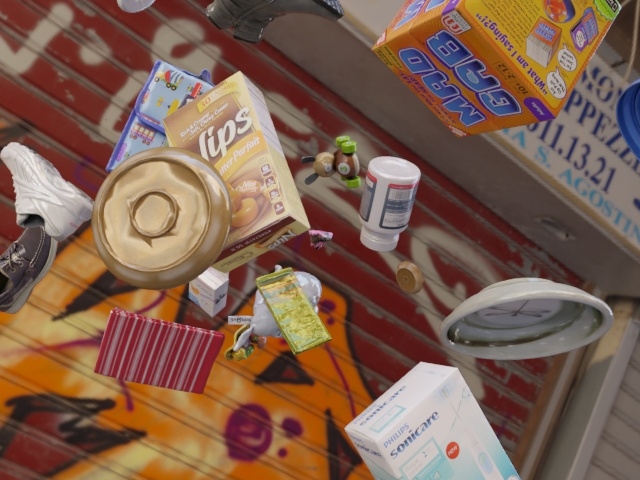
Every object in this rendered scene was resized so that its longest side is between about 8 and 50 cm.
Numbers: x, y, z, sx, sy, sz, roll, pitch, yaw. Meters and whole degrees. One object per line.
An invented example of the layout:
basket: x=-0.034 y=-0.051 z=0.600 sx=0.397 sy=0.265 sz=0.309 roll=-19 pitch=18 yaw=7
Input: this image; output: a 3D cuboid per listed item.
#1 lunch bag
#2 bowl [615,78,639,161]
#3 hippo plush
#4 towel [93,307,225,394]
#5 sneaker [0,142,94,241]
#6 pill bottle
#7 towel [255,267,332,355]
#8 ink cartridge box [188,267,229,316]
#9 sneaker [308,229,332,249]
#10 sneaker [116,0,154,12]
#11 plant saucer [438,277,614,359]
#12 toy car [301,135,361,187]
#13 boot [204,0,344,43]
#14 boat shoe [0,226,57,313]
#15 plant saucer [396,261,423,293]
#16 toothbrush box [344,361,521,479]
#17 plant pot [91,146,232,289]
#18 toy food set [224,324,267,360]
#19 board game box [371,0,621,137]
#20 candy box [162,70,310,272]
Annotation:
lunch bag: x=-0.307 y=-0.244 z=1.362 sx=0.221 sy=0.293 sz=0.138 roll=25 pitch=8 yaw=-6
bowl: x=0.954 y=-0.277 z=1.562 sx=0.391 sy=0.077 sz=0.391 roll=49 pitch=-6 yaw=7
hippo plush: x=-0.124 y=0.170 z=1.858 sx=0.294 sy=0.234 sz=0.236 roll=0 pitch=-46 yaw=-21
towel: x=-0.386 y=0.271 z=1.460 sx=0.275 sy=0.198 sz=0.031 roll=16 pitch=24 yaw=-16
sneaker: x=-0.503 y=-0.083 z=1.058 sx=0.232 sy=0.115 sz=0.090 roll=36 pitch=-8 yaw=24
pill bottle: x=0.137 y=-0.073 z=1.263 sx=0.108 sy=0.108 sz=0.180 roll=23 pitch=-56 yaw=19
towel: x=-0.069 y=0.167 z=1.485 sx=0.237 sy=0.102 sz=0.021 roll=57 pitch=-21 yaw=34
ink cartridge box: x=-0.331 y=0.131 z=1.790 sx=0.104 sy=0.061 sz=0.181 roll=35 pitch=-40 yaw=17
sneaker: x=0.000 y=0.000 z=1.788 sx=0.047 sy=0.057 sz=0.119 roll=6 pitch=1 yaw=-23
sneaker: x=-0.445 y=-0.638 z=1.469 sx=0.121 sy=0.216 sz=0.079 roll=19 pitch=-22 yaw=31
plant saucer: x=0.487 y=0.180 z=1.472 sx=0.401 sy=0.100 sz=0.400 roll=0 pitch=-30 yaw=0
toy car: x=0.030 y=-0.257 z=2.083 sx=0.149 sy=0.189 sz=0.155 roll=-120 pitch=-161 yaw=-63
boot: x=-0.090 y=-0.453 z=1.186 sx=0.247 sy=0.083 sz=0.161 roll=13 pitch=-44 yaw=-34
boat shoe: x=-0.728 y=0.066 z=1.453 sx=0.103 sy=0.285 sz=0.092 roll=47 pitch=21 yaw=23
plant saucer: x=0.210 y=0.092 z=1.462 sx=0.083 sy=0.015 sz=0.083 roll=23 pitch=-58 yaw=42
toothbrush box: x=0.219 y=0.413 z=1.141 sx=0.295 sy=0.216 sz=0.126 roll=60 pitch=-24 yaw=-8
plant pot: x=-0.258 y=-0.040 z=0.958 sx=0.236 sy=0.236 sz=0.032 roll=25 pitch=-6 yaw=11
toy food set: x=-0.232 y=0.340 z=2.063 sx=0.071 sy=0.218 sz=0.128 roll=26 pitch=-51 yaw=20
board game box: x=0.425 y=-0.523 z=1.500 sx=0.357 sy=0.356 sz=0.356 roll=39 pitch=-14 yaw=-21
candy box: x=-0.157 y=-0.123 z=1.081 sx=0.087 sy=0.183 sz=0.316 roll=35 pitch=31 yaw=-61
